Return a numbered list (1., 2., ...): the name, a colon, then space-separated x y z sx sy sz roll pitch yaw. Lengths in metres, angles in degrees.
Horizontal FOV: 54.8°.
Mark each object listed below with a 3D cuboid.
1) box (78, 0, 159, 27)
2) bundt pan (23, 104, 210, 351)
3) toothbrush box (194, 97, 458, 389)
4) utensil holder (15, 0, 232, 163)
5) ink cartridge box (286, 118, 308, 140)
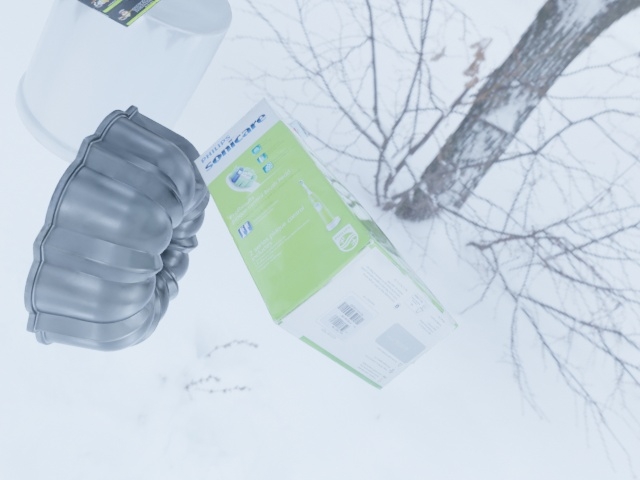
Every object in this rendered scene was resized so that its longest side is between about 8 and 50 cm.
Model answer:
1. box: -0.243 -0.371 0.781 0.045 0.191 0.184 62 18 10
2. bundt pan: -0.241 -0.001 0.813 0.124 0.330 0.330 19 35 0
3. toothbrush box: 0.000 0.000 0.699 0.206 0.122 0.283 42 12 -46
4. utensil holder: -0.401 -0.381 1.270 0.328 0.385 0.327 26 39 -23
5. ink cartridge box: -0.116 -0.144 1.081 0.045 0.179 0.145 52 -7 -16
